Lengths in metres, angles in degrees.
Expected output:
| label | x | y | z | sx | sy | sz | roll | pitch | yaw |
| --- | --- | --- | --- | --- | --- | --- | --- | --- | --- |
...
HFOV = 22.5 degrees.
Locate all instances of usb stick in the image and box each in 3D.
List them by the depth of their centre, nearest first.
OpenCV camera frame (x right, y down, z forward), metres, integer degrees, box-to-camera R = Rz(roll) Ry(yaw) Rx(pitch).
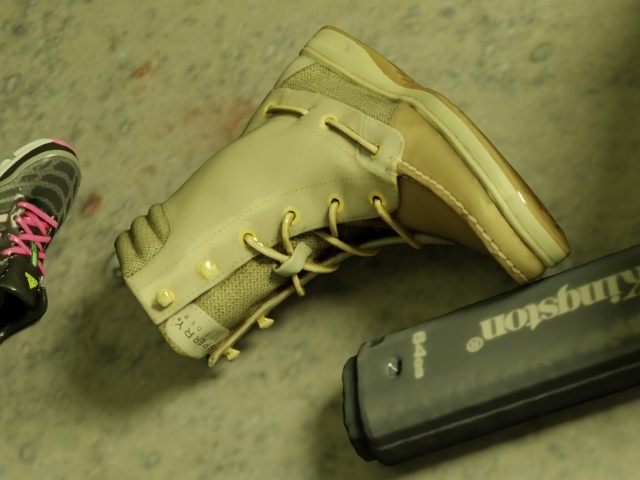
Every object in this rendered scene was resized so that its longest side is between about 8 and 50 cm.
| label | x | y | z | sx | sy | sz | roll | pitch | yaw |
| --- | --- | --- | --- | --- | --- | --- | --- | --- | --- |
| usb stick | 0.139 | 0.043 | 0.810 | 0.278 | 0.045 | 0.077 | -21 | 48 | 19 |

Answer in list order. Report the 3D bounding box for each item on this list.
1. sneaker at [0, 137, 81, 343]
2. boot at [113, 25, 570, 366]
| label | x | y | z | sx | sy | sz | roll | pitch | yaw |
| --- | --- | --- | --- | --- | --- | --- | --- | --- | --- |
| sneaker | -0.200 | 0.014 | 1.048 | 0.075 | 0.063 | 0.170 | 24 | 77 | 43 |
| boot | 0.000 | 0.000 | 0.897 | 0.203 | 0.095 | 0.262 | -43 | 40 | -3 |
